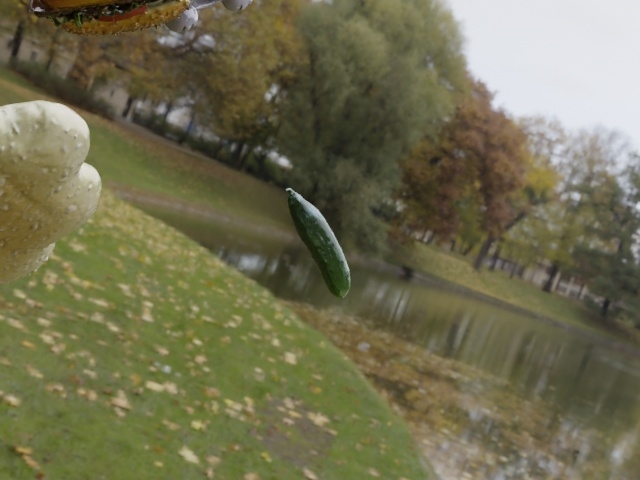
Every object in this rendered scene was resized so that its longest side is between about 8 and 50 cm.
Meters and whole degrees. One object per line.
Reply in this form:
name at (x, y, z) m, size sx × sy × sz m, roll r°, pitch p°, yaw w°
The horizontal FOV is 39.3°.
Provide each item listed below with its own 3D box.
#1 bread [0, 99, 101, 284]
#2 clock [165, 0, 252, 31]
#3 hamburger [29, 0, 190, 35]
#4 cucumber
bread at (-0.252, -0.014, 0.628) m, size 0.181 × 0.250 × 0.039 m, roll 13°, pitch 49°, yaw -48°
clock at (-0.123, -0.382, 1.083) m, size 0.188 × 0.189 × 0.254 m, roll 20°, pitch -17°, yaw -26°
hamburger at (-0.194, -0.258, 0.863) m, size 0.165 × 0.137 × 0.087 m, roll -9°, pitch -29°, yaw -2°
cucumber at (0.000, 0.000, 1.036) m, size 0.155 × 0.037 × 0.037 m, roll 62°, pitch -17°, yaw -22°
